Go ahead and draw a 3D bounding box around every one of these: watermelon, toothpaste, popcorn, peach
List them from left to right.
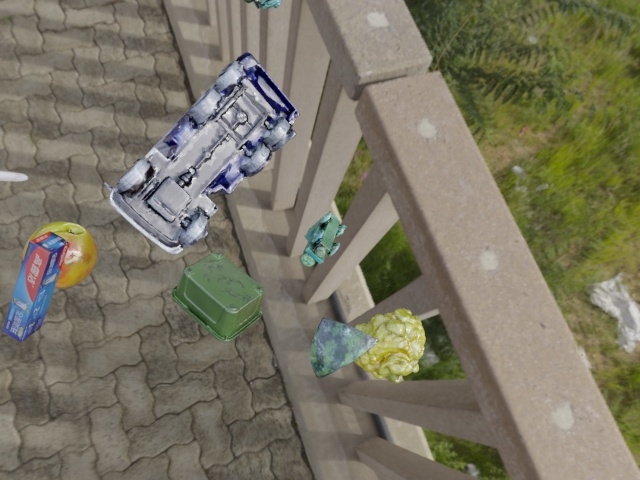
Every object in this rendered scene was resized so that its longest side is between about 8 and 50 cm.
[{"bbox_3d":[-0.758,0.127,1.221,0.066,0.076,0.320,30,113,-2],"label":"toothpaste"},{"bbox_3d":[-0.899,0.051,1.590,0.230,0.231,0.231,2,73,-8],"label":"peach"},{"bbox_3d":[0.073,0.339,1.372,0.202,0.136,0.207,15,108,-39],"label":"watermelon"},{"bbox_3d":[0.248,0.360,1.590,0.241,0.250,0.235,20,37,-36],"label":"popcorn"}]

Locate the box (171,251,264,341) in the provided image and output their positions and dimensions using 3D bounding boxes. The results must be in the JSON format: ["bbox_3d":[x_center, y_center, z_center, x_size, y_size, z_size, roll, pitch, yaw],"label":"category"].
[{"bbox_3d":[-0.398,0.209,1.822,0.328,0.178,0.252,35,40,16],"label":"box"}]

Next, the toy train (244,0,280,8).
[{"bbox_3d":[-0.089,-0.589,1.001,0.197,0.154,0.107,-28,122,11],"label":"toy train"}]

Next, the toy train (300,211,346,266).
[{"bbox_3d":[0.000,0.000,2.041,0.120,0.194,0.298,42,32,-13],"label":"toy train"}]

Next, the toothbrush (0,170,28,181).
[{"bbox_3d":[-0.861,-0.165,1.138,0.307,0.029,0.025,6,67,8],"label":"toothbrush"}]

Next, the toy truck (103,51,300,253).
[{"bbox_3d":[-0.166,-0.116,0.630,0.124,0.155,0.268,47,70,-27],"label":"toy truck"}]
